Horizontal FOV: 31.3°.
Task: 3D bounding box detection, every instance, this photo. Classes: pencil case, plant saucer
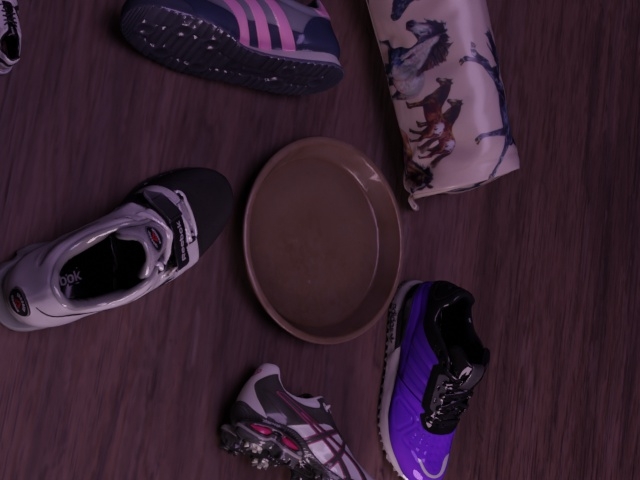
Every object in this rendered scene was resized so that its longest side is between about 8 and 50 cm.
[{"bbox_3d":[0.155,-0.252,1.597,0.160,0.184,0.410,-32,109,-66],"label":"pencil case"},{"bbox_3d":[0.000,0.000,1.522,0.278,0.041,0.277,4,84,-40],"label":"plant saucer"}]

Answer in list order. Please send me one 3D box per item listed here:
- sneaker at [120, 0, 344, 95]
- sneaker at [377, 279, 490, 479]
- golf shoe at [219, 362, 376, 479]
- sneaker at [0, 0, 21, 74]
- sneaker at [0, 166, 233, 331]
[{"bbox_3d":[-0.113,-0.275,1.425,0.319,0.112,0.131,11,63,-41],"label":"sneaker"},{"bbox_3d":[0.165,0.197,1.573,0.102,0.146,0.293,5,83,-39],"label":"sneaker"},{"bbox_3d":[-0.001,0.264,1.463,0.273,0.105,0.120,40,56,-31],"label":"golf shoe"},{"bbox_3d":[-0.344,-0.239,1.254,0.040,0.044,0.109,-2,86,-38],"label":"sneaker"},{"bbox_3d":[-0.199,0.008,1.292,0.330,0.146,0.122,-35,107,-37],"label":"sneaker"}]
